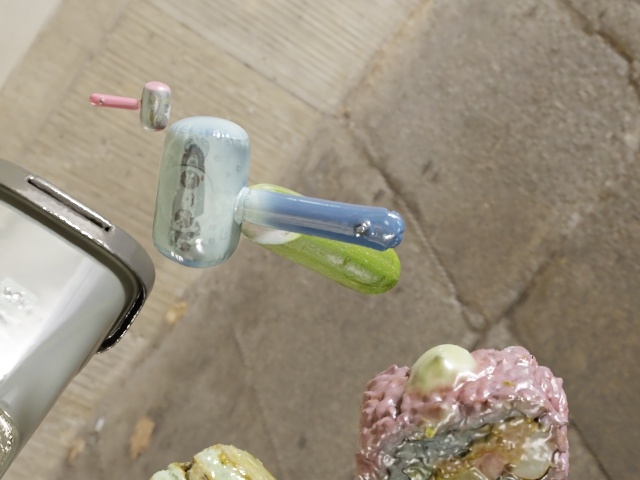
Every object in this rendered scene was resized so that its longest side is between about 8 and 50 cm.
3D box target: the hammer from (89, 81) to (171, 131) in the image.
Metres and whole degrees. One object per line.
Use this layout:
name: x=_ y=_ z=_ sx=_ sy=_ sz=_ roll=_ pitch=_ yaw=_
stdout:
hammer: x=-0.196 y=-0.141 z=1.301 sx=0.031 sy=0.083 sz=0.053 roll=-93 pitch=11 yaw=-70

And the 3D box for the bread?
bread: x=-0.051 y=0.231 z=0.946 sx=0.138 sy=0.196 sz=0.102 roll=39 pitch=75 yaw=23

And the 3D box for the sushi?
sushi: x=0.178 y=0.233 z=1.562 sx=0.270 sy=0.236 sz=0.171 roll=-18 pitch=27 yaw=19

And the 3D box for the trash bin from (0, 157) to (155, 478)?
trash bin: x=-0.306 y=0.082 z=1.164 sx=0.219 sy=0.219 sz=0.250 roll=-54 pitch=7 yaw=42

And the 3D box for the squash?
squash: x=0.000 y=0.000 z=1.304 sx=0.069 sy=0.239 sz=0.069 roll=-23 pitch=54 yaw=37

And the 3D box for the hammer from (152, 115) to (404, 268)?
hammer: x=-0.031 y=-0.026 z=0.950 sx=0.069 sy=0.193 sz=0.116 roll=-30 pitch=-51 yaw=-71
